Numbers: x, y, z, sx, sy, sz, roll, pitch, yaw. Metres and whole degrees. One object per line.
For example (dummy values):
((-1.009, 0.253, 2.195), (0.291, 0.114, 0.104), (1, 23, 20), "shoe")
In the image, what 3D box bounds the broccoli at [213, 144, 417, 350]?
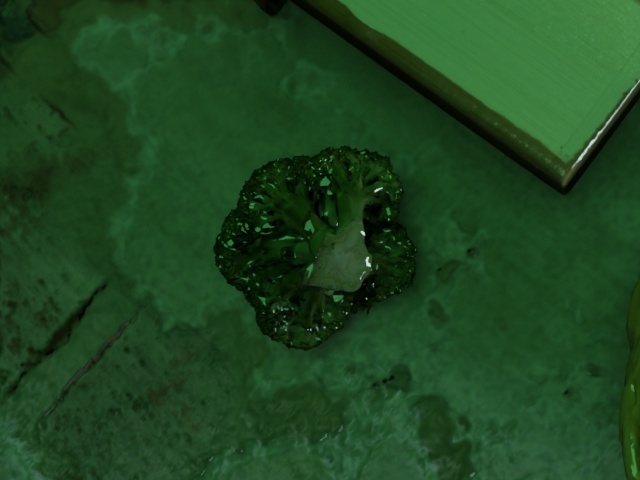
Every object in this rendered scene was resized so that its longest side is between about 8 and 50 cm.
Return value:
((0.000, 0.000, 1.044), (0.162, 0.138, 0.146), (-41, 109, -6), "broccoli")

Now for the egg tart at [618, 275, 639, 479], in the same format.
((0.396, 0.113, 0.919), (0.388, 0.169, 0.387), (-2, 81, 15), "egg tart")

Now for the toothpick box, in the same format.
((0.103, -0.185, 1.014), (0.308, 0.190, 0.187), (37, 94, 9), "toothpick box")
